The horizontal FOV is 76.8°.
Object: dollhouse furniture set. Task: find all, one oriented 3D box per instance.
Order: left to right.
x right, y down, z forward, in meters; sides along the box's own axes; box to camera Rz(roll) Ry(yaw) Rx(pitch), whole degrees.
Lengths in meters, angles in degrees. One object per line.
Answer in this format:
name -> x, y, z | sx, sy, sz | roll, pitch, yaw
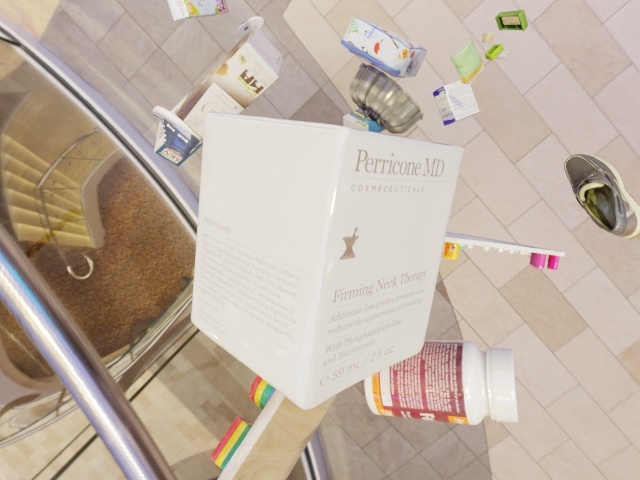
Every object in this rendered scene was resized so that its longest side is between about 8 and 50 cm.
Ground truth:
dollhouse furniture set -> 0.341, -0.388, 0.810 | 0.152, 0.058, 0.076 | -48, 129, -2

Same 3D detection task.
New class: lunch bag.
lunch bag -> 0.208, -0.633, 1.327 | 0.243, 0.303, 0.115 | 34, 119, 13

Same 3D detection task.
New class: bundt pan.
bundt pan -> 0.247, -0.545, 1.612 | 0.331, 0.331, 0.124 | 38, 100, -3

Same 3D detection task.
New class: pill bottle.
pill bottle -> 0.343, 0.399, 1.155 | 0.392, 0.224, 0.224 | -5, 100, 26

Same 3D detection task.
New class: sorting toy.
sorting toy -> -0.097, 0.386, 0.856 | 0.089, 0.257, 0.255 | 25, 71, 31

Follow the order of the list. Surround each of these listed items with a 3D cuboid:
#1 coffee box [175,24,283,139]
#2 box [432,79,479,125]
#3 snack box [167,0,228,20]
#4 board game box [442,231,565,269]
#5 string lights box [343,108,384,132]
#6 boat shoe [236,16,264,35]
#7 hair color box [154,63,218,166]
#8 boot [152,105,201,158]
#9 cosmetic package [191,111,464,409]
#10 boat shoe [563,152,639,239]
coffee box -> -0.211, -0.363, 0.948 | 0.246, 0.141, 0.098 | -33, 123, 25
box -> 0.508, -0.518, 1.513 | 0.126, 0.072, 0.137 | -24, 97, -21
snack box -> -0.396, -0.796, 1.262 | 0.070, 0.207, 0.174 | 4, 122, 29
board game box -> 0.330, 0.005, 1.052 | 0.390, 0.390, 0.050 | 6, 95, -24
string lights box -> 0.244, -0.553, 1.822 | 0.259, 0.077, 0.133 | -33, 53, -21
boat shoe -> -0.282, -0.872, 1.625 | 0.142, 0.049, 0.040 | -3, 59, 36
hair color box -> -0.430, -0.432, 1.413 | 0.347, 0.174, 0.105 | -29, 139, 28
boot -> -0.424, -0.307, 1.138 | 0.190, 0.069, 0.086 | 32, 82, 23
cosmetic package -> 0.000, 0.000, 0.726 | 0.327, 0.329, 0.394 | 20, 109, 41
boat shoe -> 0.560, -0.101, 0.816 | 0.073, 0.224, 0.080 | 7, 140, -23
